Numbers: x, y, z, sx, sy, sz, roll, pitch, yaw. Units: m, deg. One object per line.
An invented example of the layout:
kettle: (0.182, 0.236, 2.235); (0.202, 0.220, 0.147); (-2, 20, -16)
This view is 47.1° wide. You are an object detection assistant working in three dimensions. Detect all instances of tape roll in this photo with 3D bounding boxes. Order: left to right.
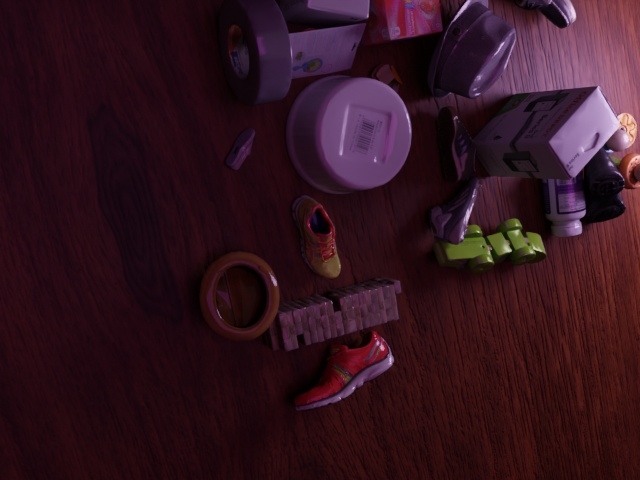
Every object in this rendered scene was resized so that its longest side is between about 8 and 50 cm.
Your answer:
tape roll: (-0.136, -0.388, 1.496); (0.072, 0.219, 0.219); (-17, 103, -24)

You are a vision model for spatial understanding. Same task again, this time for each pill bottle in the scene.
pill bottle: (0.660, -0.113, 1.991); (0.108, 0.108, 0.194); (-13, 102, -25)

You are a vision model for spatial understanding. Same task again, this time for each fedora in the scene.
fedora: (-0.183, 0.122, 1.604); (0.194, 0.079, 0.194); (3, 83, -23)
fedora: (0.372, -0.445, 1.738); (0.275, 0.124, 0.244); (-53, 156, -11)

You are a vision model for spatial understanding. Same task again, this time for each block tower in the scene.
block tower: (0.029, 0.170, 1.715); (0.335, 0.091, 0.097); (-14, 103, -24)

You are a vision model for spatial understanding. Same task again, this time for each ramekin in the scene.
ramekin: (0.072, -0.240, 1.665); (0.277, 0.135, 0.277); (-3, 97, -26)

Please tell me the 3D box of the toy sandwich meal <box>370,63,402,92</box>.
toy sandwich meal: (0.159, -0.382, 1.751); (0.085, 0.029, 0.086); (-3, 97, -26)

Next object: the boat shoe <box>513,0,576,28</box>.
boat shoe: (0.534, -0.636, 1.877); (0.285, 0.103, 0.092); (40, 83, -21)

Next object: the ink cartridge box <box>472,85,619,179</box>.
ink cartridge box: (0.548, -0.264, 1.815); (0.211, 0.289, 0.121); (-47, 114, -15)

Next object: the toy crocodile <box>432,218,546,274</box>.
toy crocodile: (0.443, 0.026, 1.906); (0.340, 0.105, 0.115); (-8, 60, -24)

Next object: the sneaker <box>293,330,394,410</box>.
sneaker: (0.040, 0.308, 1.748); (0.279, 0.107, 0.118); (-29, 89, -24)

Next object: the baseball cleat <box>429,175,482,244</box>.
baseball cleat: (0.336, -0.087, 1.851); (0.109, 0.072, 0.206); (15, 59, 12)

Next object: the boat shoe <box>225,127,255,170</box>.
boat shoe: (-0.169, -0.198, 1.608); (0.035, 0.035, 0.100); (43, 71, -52)

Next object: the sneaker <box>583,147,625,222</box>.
sneaker: (0.764, -0.147, 1.999); (0.109, 0.286, 0.130); (-10, 59, 8)

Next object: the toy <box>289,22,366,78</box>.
toy: (-0.027, -0.425, 1.619); (0.237, 0.137, 0.056); (-19, 64, -25)

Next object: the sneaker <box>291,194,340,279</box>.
sneaker: (0.000, 0.000, 1.679); (0.081, 0.094, 0.208); (-31, 110, -22)

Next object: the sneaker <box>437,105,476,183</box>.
sneaker: (0.349, -0.245, 1.849); (0.086, 0.064, 0.192); (-16, 103, -32)

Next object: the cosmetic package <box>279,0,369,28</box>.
cosmetic package: (0.010, -0.568, 1.587); (0.151, 0.151, 0.184); (2, 94, -27)

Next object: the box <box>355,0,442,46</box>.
box: (0.160, -0.605, 1.663); (0.154, 0.142, 0.300); (-16, 103, -24)

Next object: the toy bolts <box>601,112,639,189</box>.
toy bolts: (0.835, -0.269, 2.032); (0.228, 0.158, 0.218); (21, 86, -27)
